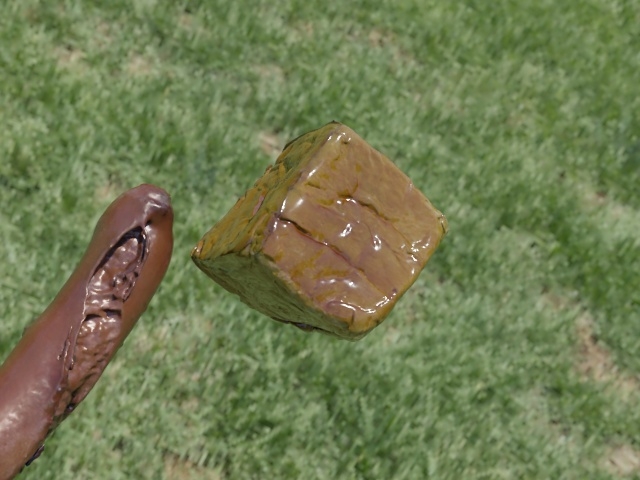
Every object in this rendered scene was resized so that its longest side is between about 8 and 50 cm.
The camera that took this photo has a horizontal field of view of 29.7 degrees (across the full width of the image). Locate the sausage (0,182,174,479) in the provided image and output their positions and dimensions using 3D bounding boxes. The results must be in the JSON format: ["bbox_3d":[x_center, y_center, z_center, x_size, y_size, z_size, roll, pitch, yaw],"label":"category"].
[{"bbox_3d":[-0.213,0.093,0.970,0.079,0.087,0.327,22,66,29],"label":"sausage"}]

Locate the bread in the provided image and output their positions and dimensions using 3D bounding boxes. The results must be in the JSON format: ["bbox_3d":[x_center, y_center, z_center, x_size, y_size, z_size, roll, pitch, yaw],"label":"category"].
[{"bbox_3d":[0.000,0.000,1.001,0.149,0.143,0.158,39,-16,-10],"label":"bread"}]
